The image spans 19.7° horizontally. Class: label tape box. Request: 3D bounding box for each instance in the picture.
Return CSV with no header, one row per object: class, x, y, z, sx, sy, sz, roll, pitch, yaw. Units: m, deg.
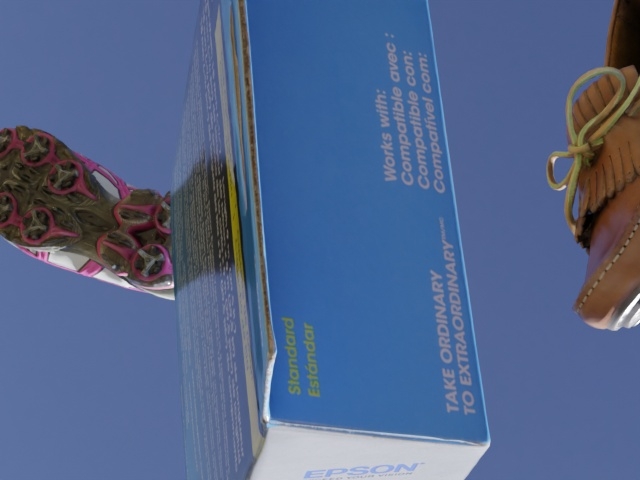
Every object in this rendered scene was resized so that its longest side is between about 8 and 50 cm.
label tape box,0.000,0.000,0.812,0.333,0.106,0.240,109,-23,-65

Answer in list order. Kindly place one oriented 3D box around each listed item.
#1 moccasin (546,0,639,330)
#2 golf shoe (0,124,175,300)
moccasin,0.251,-0.083,1.479,0.139,0.147,0.380,-57,-171,52
golf shoe,-0.128,-0.007,1.070,0.186,0.086,0.067,25,-100,26
